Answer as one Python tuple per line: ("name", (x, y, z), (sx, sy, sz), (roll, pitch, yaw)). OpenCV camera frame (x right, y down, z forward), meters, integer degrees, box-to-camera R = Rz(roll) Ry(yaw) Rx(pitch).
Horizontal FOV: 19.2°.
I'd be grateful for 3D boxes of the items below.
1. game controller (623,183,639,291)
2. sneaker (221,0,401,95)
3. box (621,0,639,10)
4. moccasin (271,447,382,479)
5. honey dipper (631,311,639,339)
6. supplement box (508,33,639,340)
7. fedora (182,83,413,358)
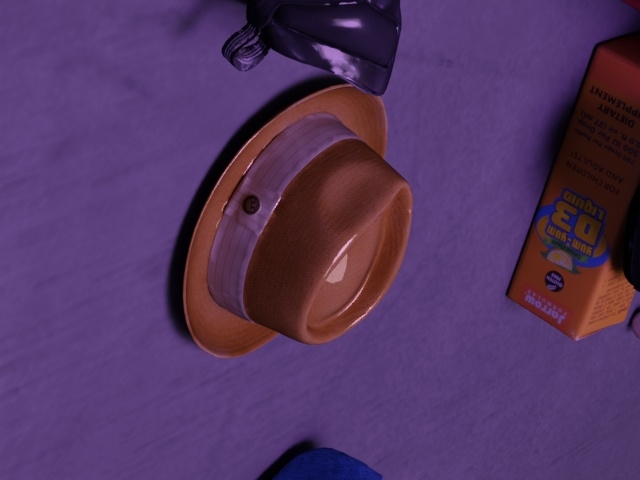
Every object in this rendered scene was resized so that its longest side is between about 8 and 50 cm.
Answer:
("game controller", (0.362, -0.078, 1.455), (0.319, 0.067, 0.166), (-34, 142, -15))
("sneaker", (0.048, -0.172, 1.049), (0.268, 0.101, 0.153), (-19, 136, -39))
("box", (0.340, -0.201, 1.450), (0.257, 0.128, 0.123), (3, 115, -59))
("moccasin", (-0.059, 0.302, 1.319), (0.342, 0.137, 0.117), (-43, 153, -24))
("honey dipper", (0.348, 0.070, 1.845), (0.160, 0.030, 0.030), (-15, 131, -58))
("supplement box", (0.228, -0.040, 1.488), (0.080, 0.078, 0.233), (-21, 135, -48))
("fedora", (0.000, 0.000, 1.165), (0.194, 0.079, 0.194), (-39, 146, -32))
